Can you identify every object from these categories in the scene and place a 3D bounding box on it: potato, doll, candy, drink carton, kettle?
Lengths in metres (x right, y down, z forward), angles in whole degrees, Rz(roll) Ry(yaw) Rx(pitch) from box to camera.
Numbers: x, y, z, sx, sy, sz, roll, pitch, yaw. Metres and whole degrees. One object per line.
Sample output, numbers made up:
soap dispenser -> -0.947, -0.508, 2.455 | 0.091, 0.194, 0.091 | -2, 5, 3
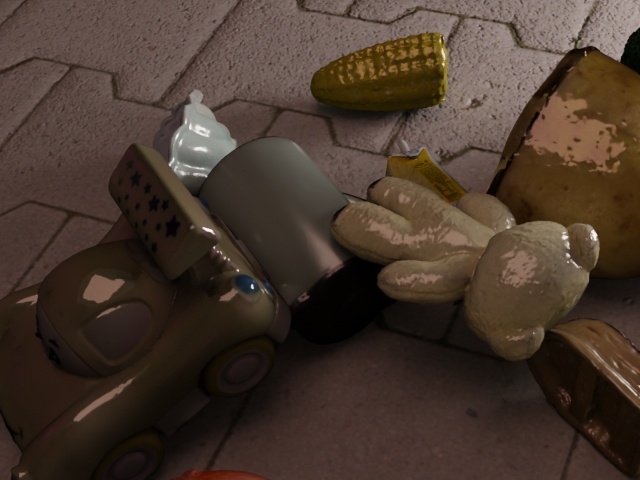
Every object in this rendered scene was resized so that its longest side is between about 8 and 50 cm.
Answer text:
potato -> 0.333, -0.071, 1.344 | 0.243, 0.242, 0.285 | 25, 61, 28
doll -> 0.151, 0.019, 1.232 | 0.278, 0.149, 0.175 | 29, 78, 25
candy -> 0.084, -0.231, 1.610 | 0.199, 0.094, 0.106 | -8, 82, 11
drink carton -> 0.131, -0.066, 1.452 | 0.075, 0.084, 0.200 | -19, 45, -24
kettle -> 0.000, 0.000, 1.365 | 0.221, 0.161, 0.236 | -13, 44, -33

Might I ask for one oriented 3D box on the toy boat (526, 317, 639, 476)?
toy boat -> 0.294, 0.149, 1.201 | 0.061, 0.116, 0.188 | -27, 51, -23

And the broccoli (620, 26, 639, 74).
broccoli -> 0.513, -0.190, 1.425 | 0.298, 0.297, 0.297 | -5, 80, 4

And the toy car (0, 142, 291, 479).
toy car -> -0.227, 0.095, 1.207 | 0.336, 0.226, 0.242 | -39, 51, -1

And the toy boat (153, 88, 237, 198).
toy boat -> -0.175, -0.091, 1.473 | 0.100, 0.199, 0.290 | 25, 30, -13

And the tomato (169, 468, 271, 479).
tomato -> -0.090, 0.319, 1.045 | 0.208, 0.184, 0.208 | -33, 33, 25
